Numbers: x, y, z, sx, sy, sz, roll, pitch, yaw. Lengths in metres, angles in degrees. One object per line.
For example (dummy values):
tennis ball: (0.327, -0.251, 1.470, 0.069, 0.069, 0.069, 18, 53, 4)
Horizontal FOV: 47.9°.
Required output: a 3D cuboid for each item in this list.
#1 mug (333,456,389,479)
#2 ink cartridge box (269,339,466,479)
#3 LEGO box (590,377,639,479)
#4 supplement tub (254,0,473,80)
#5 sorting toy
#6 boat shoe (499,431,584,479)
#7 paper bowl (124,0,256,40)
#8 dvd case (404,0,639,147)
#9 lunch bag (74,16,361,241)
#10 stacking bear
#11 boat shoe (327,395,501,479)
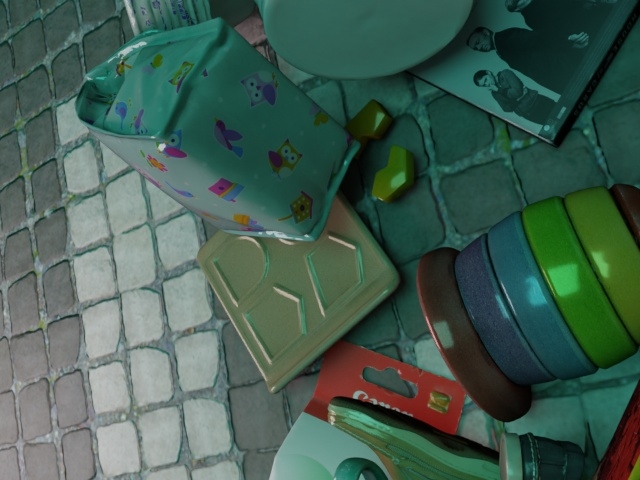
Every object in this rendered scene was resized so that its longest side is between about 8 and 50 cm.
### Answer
mug: (0.054, 0.288, 0.659, 0.129, 0.097, 0.158, 33, 111, 28)
ink cartridge box: (0.042, 0.235, 0.769, 0.181, 0.056, 0.224, 16, 94, 32)
LEGO box: (0.397, 0.245, 0.389, 0.500, 0.193, 0.372, 23, 101, 19)
supplement tub: (0.027, -0.344, 0.714, 0.228, 0.228, 0.316, -20, 63, 29)
sorting toy: (0.000, 0.000, 0.834, 0.307, 0.041, 0.229, -43, 60, 20)
boat shoe: (0.188, 0.233, 0.614, 0.065, 0.206, 0.075, -5, 43, 10)
paper bowl: (-0.162, -0.355, 0.849, 0.148, 0.284, 0.284, -11, 76, -4)
dvd case: (0.187, -0.227, 0.744, 0.239, 0.029, 0.179, 36, 103, 31)
lunch bag: (-0.126, -0.112, 0.785, 0.262, 0.223, 0.160, 10, 70, 50)
stacking bear: (0.244, 0.023, 0.611, 0.289, 0.164, 0.175, -29, 70, 22)
boat shoe: (0.089, 0.211, 0.690, 0.190, 0.068, 0.072, 22, 89, 4)
